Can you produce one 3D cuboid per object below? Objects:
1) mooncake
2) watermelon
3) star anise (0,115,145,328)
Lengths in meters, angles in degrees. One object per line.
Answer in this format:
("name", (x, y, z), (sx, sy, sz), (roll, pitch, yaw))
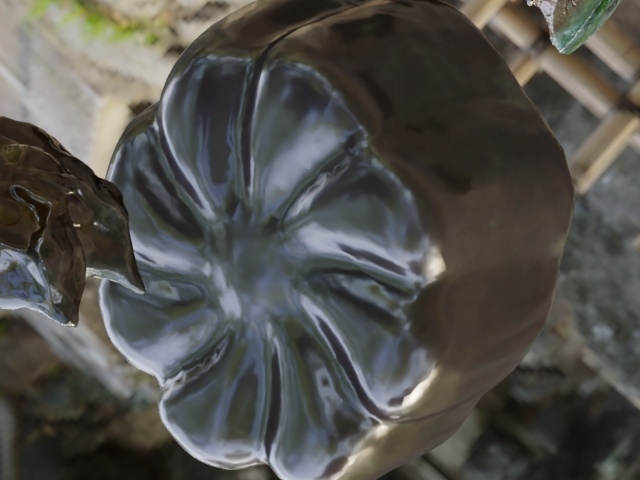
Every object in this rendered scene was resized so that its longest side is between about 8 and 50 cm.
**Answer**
("mooncake", (0.000, 0.000, 1.110), (0.306, 0.154, 0.306), (12, 109, 36))
("watermelon", (0.236, -0.222, 1.608), (0.080, 0.155, 0.101), (47, -149, -10))
("star anise", (-0.204, -0.029, 0.867), (0.236, 0.109, 0.223), (2, -163, -36))
